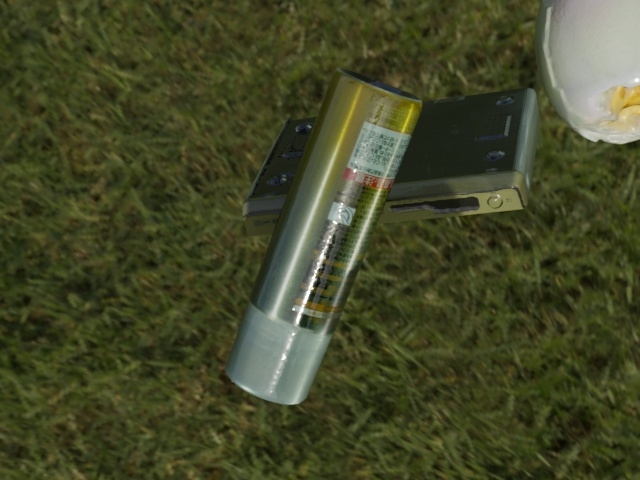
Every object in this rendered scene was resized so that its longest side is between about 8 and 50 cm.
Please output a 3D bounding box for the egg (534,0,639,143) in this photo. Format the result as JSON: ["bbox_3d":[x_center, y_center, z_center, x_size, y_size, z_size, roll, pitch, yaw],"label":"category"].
[{"bbox_3d":[0.310,-0.219,1.244,0.183,0.183,0.217,-12,64,14],"label":"egg"}]

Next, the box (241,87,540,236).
[{"bbox_3d":[0.073,-0.080,1.175,0.270,0.045,0.211,-5,31,19],"label":"box"}]

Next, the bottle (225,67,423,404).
[{"bbox_3d":[0.000,0.000,1.035,0.082,0.082,0.286,26,103,24],"label":"bottle"}]
